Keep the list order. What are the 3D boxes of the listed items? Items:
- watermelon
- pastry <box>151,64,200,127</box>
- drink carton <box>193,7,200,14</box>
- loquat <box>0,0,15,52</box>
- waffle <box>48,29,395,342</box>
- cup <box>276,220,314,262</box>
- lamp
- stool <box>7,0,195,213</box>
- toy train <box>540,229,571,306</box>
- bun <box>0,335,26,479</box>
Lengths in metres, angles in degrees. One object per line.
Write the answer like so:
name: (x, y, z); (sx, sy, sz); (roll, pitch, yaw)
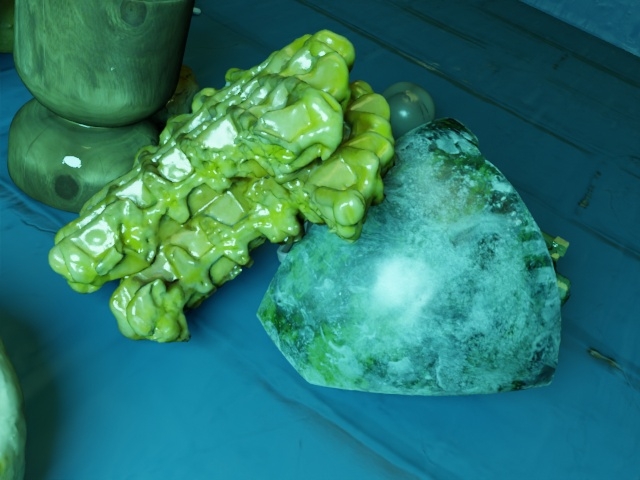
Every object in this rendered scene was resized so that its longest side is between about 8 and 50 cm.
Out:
watermelon: (0.125, 0.048, 0.720); (0.290, 0.213, 0.319); (33, 81, 9)
pastry: (-0.247, -0.215, 0.959); (0.153, 0.081, 0.153); (11, 40, -10)
drink carton: (-0.301, -0.452, 1.250); (0.200, 0.074, 0.084); (-19, 52, -41)
loquat: (-0.465, -0.343, 0.952); (0.172, 0.150, 0.204); (42, 36, -53)
waffle: (-0.084, -0.051, 0.640); (0.151, 0.324, 0.261); (54, 21, -25)
cup: (0.000, 0.000, 0.826); (0.104, 0.074, 0.116); (-9, 33, 7)
lamp: (0.143, -0.215, 1.142); (0.105, 0.105, 0.105); (14, 36, -10)
stool: (-0.251, -0.184, 0.758); (0.179, 0.264, 0.179); (14, 37, -11)
toy train: (0.195, -0.021, 0.894); (0.308, 0.126, 0.189); (30, 36, 12)
bun: (-0.323, 0.121, 0.414); (0.273, 0.168, 0.272); (23, 38, -19)
